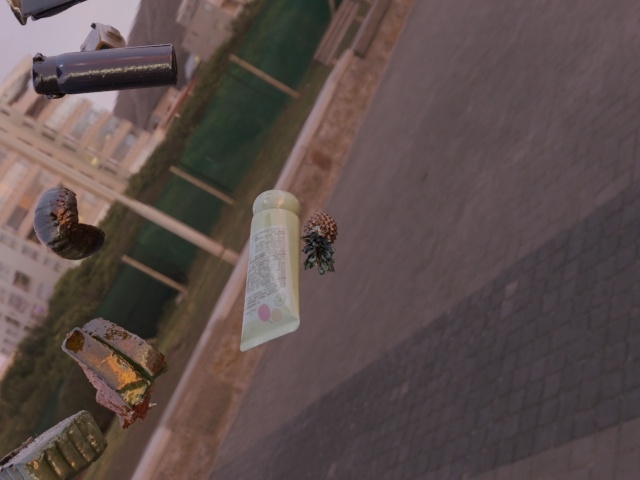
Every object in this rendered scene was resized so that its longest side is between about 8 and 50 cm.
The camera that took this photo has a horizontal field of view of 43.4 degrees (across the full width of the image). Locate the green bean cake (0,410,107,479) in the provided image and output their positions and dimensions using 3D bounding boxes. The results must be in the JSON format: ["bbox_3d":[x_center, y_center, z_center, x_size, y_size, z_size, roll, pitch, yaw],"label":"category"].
[{"bbox_3d":[-0.622,0.502,1.816,0.222,0.125,0.227,-28,2,39],"label":"green bean cake"}]

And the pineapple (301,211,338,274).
[{"bbox_3d":[-0.001,0.000,1.869,0.221,0.083,0.103,-80,-20,-68],"label":"pineapple"}]

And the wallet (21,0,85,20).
[{"bbox_3d":[-0.539,-0.530,1.663,0.031,0.198,0.110,17,-114,-60],"label":"wallet"}]

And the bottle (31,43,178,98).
[{"bbox_3d":[-0.370,-0.289,1.383,0.072,0.244,0.082,-101,8,-58],"label":"bottle"}]

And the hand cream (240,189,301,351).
[{"bbox_3d":[-0.087,0.045,1.464,0.147,0.093,0.306,-25,47,35],"label":"hand cream"}]

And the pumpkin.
[{"bbox_3d":[-0.587,-0.022,1.847,0.119,0.183,0.107,-26,26,21],"label":"pumpkin"}]

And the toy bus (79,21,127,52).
[{"bbox_3d":[-0.510,-0.445,1.899,0.103,0.091,0.182,-54,31,15],"label":"toy bus"}]

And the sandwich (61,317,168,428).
[{"bbox_3d":[-0.375,0.238,1.474,0.109,0.185,0.160,-46,-14,-35],"label":"sandwich"}]

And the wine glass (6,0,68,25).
[{"bbox_3d":[-0.650,-0.598,1.927,0.204,0.111,0.111,-25,7,-6],"label":"wine glass"}]
